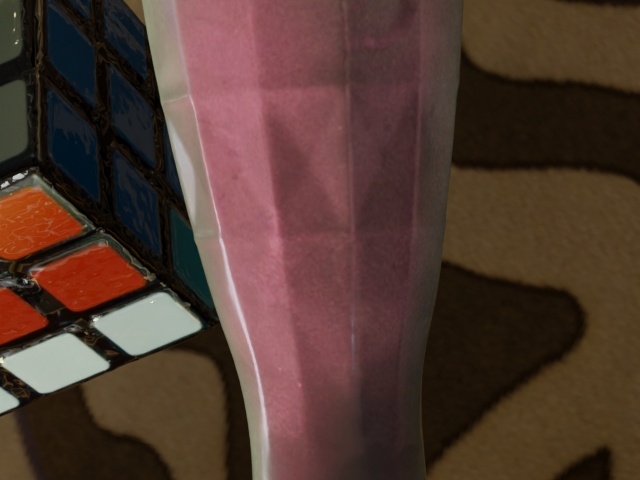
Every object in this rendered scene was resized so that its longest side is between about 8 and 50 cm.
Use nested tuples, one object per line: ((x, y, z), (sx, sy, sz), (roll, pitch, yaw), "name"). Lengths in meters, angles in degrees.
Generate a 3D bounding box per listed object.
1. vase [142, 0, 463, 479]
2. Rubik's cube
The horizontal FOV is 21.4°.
((0.000, 0.000, 0.433), (0.086, 0.086, 0.214), (-3, 91, 35), "vase")
((-0.154, -0.030, 0.789), (0.163, 0.160, 0.162), (-23, 53, 15), "Rubik's cube")
